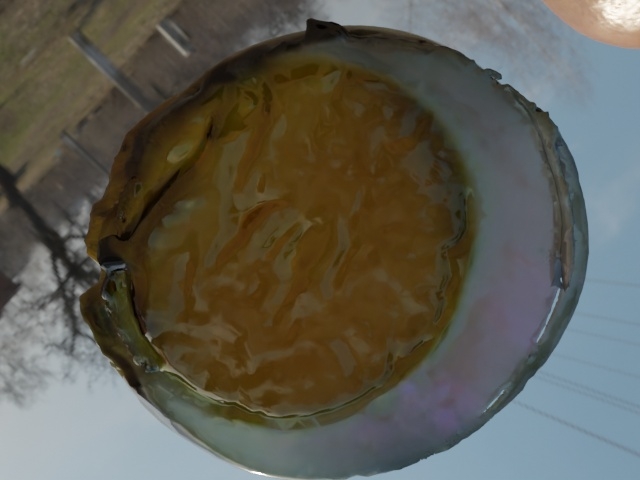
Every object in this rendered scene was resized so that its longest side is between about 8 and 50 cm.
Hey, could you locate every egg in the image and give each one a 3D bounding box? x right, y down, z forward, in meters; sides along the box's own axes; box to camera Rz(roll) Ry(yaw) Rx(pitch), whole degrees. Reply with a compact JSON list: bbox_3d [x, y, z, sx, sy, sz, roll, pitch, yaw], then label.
[{"bbox_3d":[0.004,0.003,0.610,0.286,0.264,0.174,-37,-168,-1],"label":"egg"}]

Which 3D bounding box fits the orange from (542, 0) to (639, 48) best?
[{"bbox_3d":[0.265,-0.272,0.709,0.261,0.261,0.261,-42,-166,13],"label":"orange"}]
